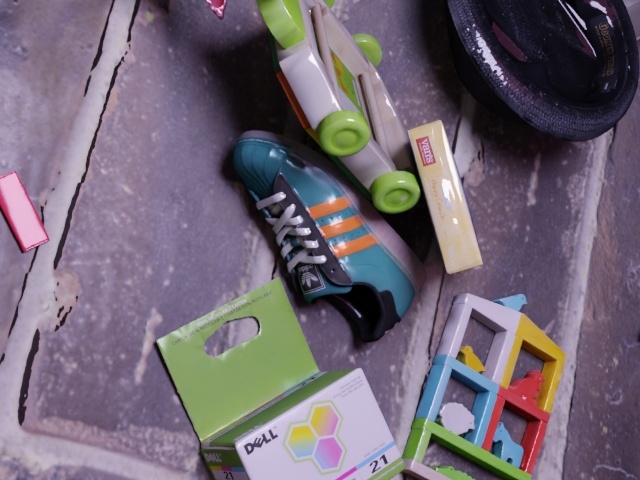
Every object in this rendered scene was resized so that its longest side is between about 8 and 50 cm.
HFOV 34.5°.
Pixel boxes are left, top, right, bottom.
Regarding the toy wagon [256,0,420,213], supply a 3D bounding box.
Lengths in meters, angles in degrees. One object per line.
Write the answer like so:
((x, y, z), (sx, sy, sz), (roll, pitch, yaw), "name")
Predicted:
((0.012, -0.193, 1.183), (0.344, 0.068, 0.267), (43, 27, -44), "toy wagon")

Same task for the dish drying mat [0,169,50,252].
((-0.319, -0.031, 1.093), (0.032, 0.008, 0.083), (-29, 97, -31), "dish drying mat")

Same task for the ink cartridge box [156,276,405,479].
((-0.045, 0.188, 1.167), (0.189, 0.097, 0.255), (-27, 96, -32), "ink cartridge box")

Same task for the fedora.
((0.273, -0.274, 1.410), (0.334, 0.152, 0.334), (9, 70, -26), "fedora")

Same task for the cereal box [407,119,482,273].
((0.155, -0.052, 1.268), (0.047, 0.240, 0.173), (-16, 89, 9), "cereal box")

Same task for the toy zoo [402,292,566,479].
((0.227, 0.203, 1.369), (0.192, 0.030, 0.293), (32, 67, -23), "toy zoo")

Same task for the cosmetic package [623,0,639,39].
((0.441, -0.460, 1.541), (0.129, 0.153, 0.296), (-2, 80, -31), "cosmetic package")

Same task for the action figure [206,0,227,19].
((-0.179, -0.413, 1.109), (0.276, 0.248, 0.370), (-16, 87, -32), "action figure")

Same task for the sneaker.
((0.000, 0.000, 1.222), (0.302, 0.108, 0.121), (43, 58, -20), "sneaker")
